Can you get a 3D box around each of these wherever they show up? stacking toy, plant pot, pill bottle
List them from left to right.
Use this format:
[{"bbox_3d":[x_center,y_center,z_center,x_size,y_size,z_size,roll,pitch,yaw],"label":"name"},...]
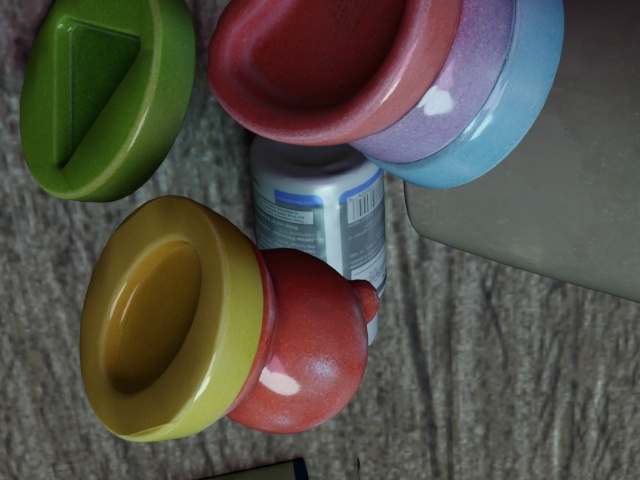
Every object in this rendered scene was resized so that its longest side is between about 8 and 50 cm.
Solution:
[{"bbox_3d":[-0.017,-0.071,0.958,0.130,0.279,0.309,15,121,-39],"label":"stacking toy"},{"bbox_3d":[0.000,0.000,1.109,0.078,0.078,0.137,-5,126,-4],"label":"pill bottle"},{"bbox_3d":[0.165,-0.068,0.999,0.229,0.263,0.263,4,127,10],"label":"plant pot"}]

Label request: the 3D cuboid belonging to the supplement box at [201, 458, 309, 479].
[{"bbox_3d":[-0.042,0.203,1.263,0.083,0.056,0.083,-11,127,0],"label":"supplement box"}]
